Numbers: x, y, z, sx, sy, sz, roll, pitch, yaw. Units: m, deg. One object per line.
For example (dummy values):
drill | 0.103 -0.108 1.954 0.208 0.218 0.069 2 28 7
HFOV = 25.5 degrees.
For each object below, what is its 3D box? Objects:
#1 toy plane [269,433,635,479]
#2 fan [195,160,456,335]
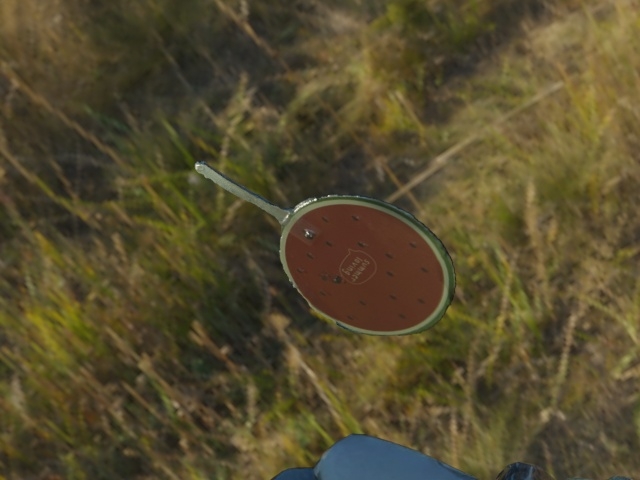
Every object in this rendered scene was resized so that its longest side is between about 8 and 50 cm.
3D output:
toy plane | 0.051 0.164 0.284 0.204 0.103 0.316 6 33 11
fan | 0.000 0.000 0.643 0.085 0.133 0.005 -53 7 44
